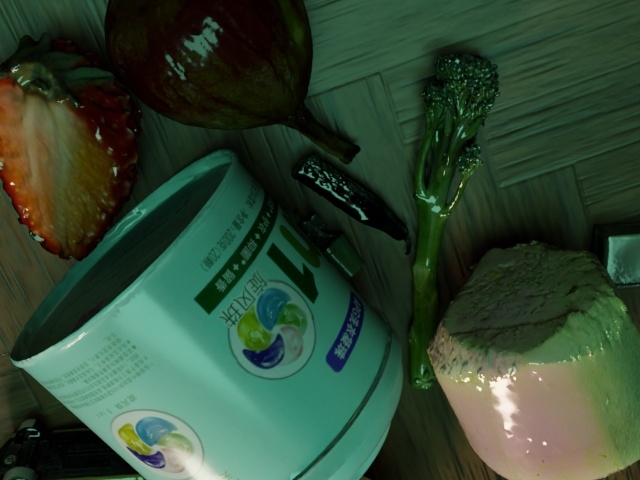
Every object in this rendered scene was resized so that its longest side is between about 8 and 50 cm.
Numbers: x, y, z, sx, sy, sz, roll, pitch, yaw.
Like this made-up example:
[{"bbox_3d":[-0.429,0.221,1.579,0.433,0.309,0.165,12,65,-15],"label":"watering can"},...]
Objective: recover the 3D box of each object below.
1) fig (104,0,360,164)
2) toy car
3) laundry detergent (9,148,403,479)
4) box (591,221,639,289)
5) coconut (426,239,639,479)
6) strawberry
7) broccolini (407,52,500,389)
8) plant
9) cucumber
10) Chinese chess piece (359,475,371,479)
[{"bbox_3d":[-0.053,-0.183,0.891,0.290,0.190,0.190,15,112,-28],"label":"fig"},{"bbox_3d":[-0.246,0.278,1.095,0.257,0.101,0.124,-4,121,-2],"label":"toy car"},{"bbox_3d":[-0.091,0.115,0.933,0.287,0.287,0.305,-38,108,13],"label":"laundry detergent"},{"bbox_3d":[0.340,0.015,1.033,0.085,0.060,0.063,-4,108,1],"label":"box"},{"bbox_3d":[0.244,0.138,0.989,0.233,0.233,0.245,-24,121,7],"label":"coconut"},{"bbox_3d":[-0.242,-0.094,0.943,0.190,0.111,0.236,28,135,16],"label":"strawberry"},{"bbox_3d":[0.139,-0.005,1.008,0.079,0.074,0.392,-4,114,-10],"label":"broccolini"},{"bbox_3d":[0.000,0.000,1.019,0.051,0.051,0.102,-42,96,14],"label":"plant"},{"bbox_3d":[0.042,-0.037,1.010,0.163,0.039,0.043,32,133,-14],"label":"cucumber"},{"bbox_3d":[0.008,0.343,1.078,0.238,0.092,0.238,19,141,16],"label":"Chinese chess piece"}]
